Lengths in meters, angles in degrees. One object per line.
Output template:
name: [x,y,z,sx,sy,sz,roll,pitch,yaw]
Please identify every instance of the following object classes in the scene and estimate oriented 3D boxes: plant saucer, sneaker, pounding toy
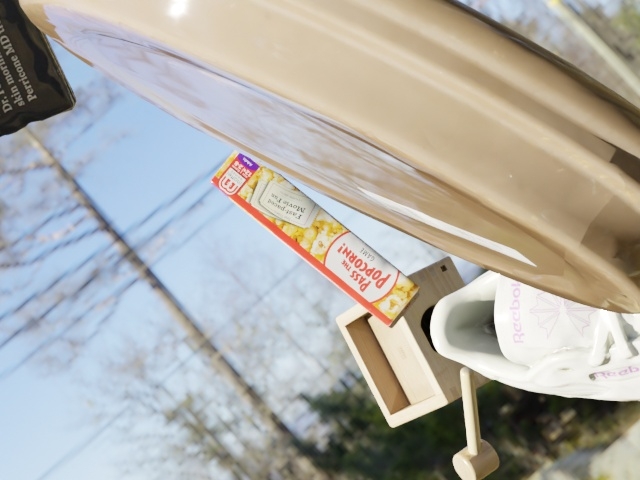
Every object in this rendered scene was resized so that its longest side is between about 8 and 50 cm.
plant saucer: [0.012,-0.042,0.471,0.278,0.278,0.041,72,-137,-85]
sneaker: [0.192,0.052,0.776,0.152,0.114,0.305,4,-10,-38]
pounding toy: [0.131,0.127,1.341,0.094,0.206,0.181,-24,-7,-28]

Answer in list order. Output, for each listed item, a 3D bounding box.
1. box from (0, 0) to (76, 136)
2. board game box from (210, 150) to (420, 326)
box: [-0.367,-0.173,0.794,0.312,0.343,0.179,-28,23,-15]
board game box: [0.000,0.000,1.200,0.045,0.193,0.147,-51,-7,-1]
